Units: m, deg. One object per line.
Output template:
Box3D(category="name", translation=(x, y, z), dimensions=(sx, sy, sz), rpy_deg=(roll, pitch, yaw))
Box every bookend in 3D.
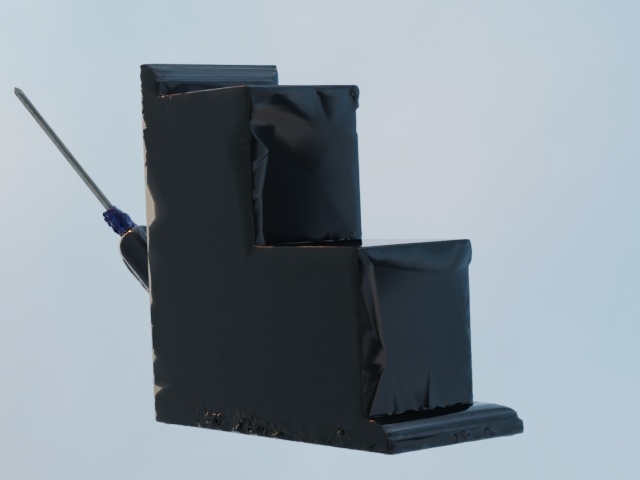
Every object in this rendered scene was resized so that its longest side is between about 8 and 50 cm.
Box3D(category="bookend", translation=(0.000, 0.000, 0.717), dimensions=(0.156, 0.072, 0.157), rpy_deg=(-1, -88, 51))

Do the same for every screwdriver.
Box3D(category="screwdriver", translation=(-0.113, -0.022, 0.867), dimensions=(0.170, 0.025, 0.024), rpy_deg=(44, -19, 28))
